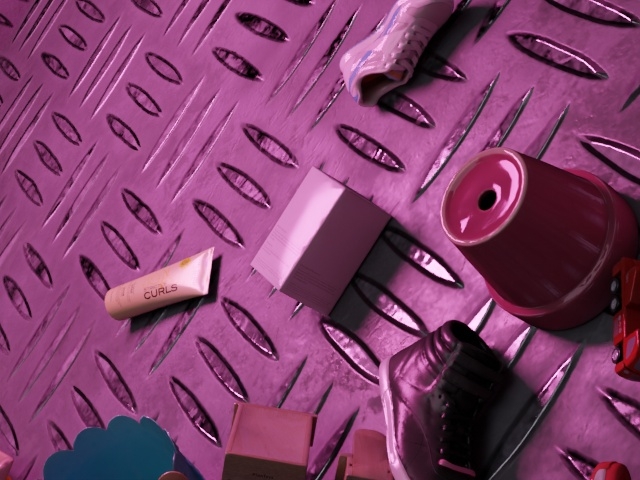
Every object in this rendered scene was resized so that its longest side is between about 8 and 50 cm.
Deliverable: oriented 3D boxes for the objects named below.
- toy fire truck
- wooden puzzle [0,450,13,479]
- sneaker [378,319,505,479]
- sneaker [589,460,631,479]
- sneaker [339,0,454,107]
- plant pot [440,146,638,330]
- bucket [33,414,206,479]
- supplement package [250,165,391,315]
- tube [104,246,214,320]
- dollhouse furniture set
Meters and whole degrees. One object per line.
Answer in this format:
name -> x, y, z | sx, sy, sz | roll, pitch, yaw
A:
toy fire truck -> 0.369, 0.046, 1.336 | 0.135, 0.047, 0.192 | 119, 161, -59
wooden puzzle -> -0.689, 0.530, 2.282 | 0.348, 0.080, 0.322 | 7, 71, 56
sneaker -> 0.160, 0.214, 1.469 | 0.147, 0.104, 0.296 | -45, 34, 27
sneaker -> 0.348, 0.321, 1.215 | 0.128, 0.087, 0.221 | -20, 63, 30
sneaker -> 0.127, -0.299, 1.885 | 0.228, 0.087, 0.092 | -43, 46, 33
plant pot -> 0.249, -0.016, 1.460 | 0.201, 0.180, 0.201 | -29, 45, 34
bucket -> -0.278, 0.409, 1.724 | 0.281, 0.183, 0.281 | -21, 36, 16
supplement package -> 0.000, 0.000, 1.803 | 0.179, 0.105, 0.105 | -57, 36, 4
tube -> -0.276, 0.081, 2.115 | 0.240, 0.062, 0.070 | -19, 93, 36
dollhouse furniture set -> -0.073, 0.416, 1.605 | 0.174, 0.303, 0.356 | -79, -2, -75
